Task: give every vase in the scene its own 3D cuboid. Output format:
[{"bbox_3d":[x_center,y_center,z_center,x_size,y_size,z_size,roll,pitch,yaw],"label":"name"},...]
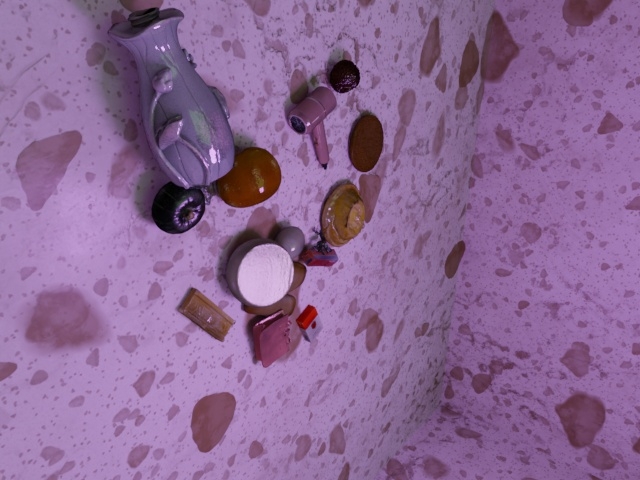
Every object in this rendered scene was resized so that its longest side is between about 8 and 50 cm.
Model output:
[{"bbox_3d":[-0.379,-0.368,1.353,0.250,0.249,0.446,-44,136,-35],"label":"vase"}]

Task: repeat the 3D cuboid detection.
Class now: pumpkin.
[{"bbox_3d":[-0.414,-0.097,1.508,0.167,0.125,0.167,-56,173,-10],"label":"pumpkin"}]

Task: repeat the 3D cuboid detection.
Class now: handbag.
[{"bbox_3d":[-0.188,0.389,2.046,0.157,0.059,0.213,-27,135,-33],"label":"handbag"}]

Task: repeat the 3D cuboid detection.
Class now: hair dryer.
[{"bbox_3d":[-0.011,-0.396,1.984,0.189,0.106,0.345,-50,145,-29],"label":"hair dryer"}]

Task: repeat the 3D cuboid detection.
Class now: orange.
[{"bbox_3d":[-0.224,-0.211,1.701,0.237,0.158,0.180,-34,114,-40],"label":"orange"}]

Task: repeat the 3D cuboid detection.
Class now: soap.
[{"bbox_3d":[-0.388,0.260,1.778,0.092,0.037,0.252,-60,143,-20],"label":"soap"}]

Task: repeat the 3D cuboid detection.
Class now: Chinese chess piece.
[{"bbox_3d":[-0.215,0.115,1.843,0.250,0.101,0.251,-8,104,-33],"label":"Chinese chess piece"}]

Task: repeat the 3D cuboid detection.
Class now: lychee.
[{"bbox_3d":[0.096,-0.638,2.004,0.123,0.123,0.129,52,34,-50],"label":"lychee"}]

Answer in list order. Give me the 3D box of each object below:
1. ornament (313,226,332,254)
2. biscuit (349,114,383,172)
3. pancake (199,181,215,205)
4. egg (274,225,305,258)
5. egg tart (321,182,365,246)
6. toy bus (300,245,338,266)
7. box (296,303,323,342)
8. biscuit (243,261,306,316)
[{"bbox_3d":[0.000,0.000,2.164,0.073,0.028,0.125,-21,83,-55],"label":"ornament"},{"bbox_3d":[0.204,-0.433,2.307,0.261,0.037,0.262,-27,125,-46],"label":"biscuit"},{"bbox_3d":[-0.384,-0.149,1.621,0.129,0.022,0.116,-42,132,-37],"label":"pancake"},{"bbox_3d":[-0.118,0.007,1.977,0.152,0.114,0.114,-64,149,-46],"label":"egg"},{"bbox_3d":[0.119,-0.107,2.264,0.290,0.115,0.291,-30,128,-47],"label":"egg tart"},{"bbox_3d":[-0.001,0.072,2.187,0.065,0.077,0.192,-41,155,29],"label":"toy bus"},{"bbox_3d":[-0.046,0.373,2.297,0.100,0.048,0.152,-51,138,-31],"label":"box"},{"bbox_3d":[-0.171,0.186,2.029,0.290,0.062,0.237,21,88,-54],"label":"biscuit"}]
